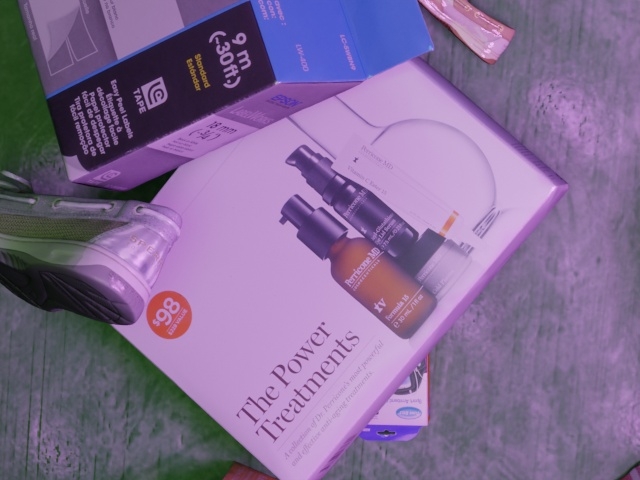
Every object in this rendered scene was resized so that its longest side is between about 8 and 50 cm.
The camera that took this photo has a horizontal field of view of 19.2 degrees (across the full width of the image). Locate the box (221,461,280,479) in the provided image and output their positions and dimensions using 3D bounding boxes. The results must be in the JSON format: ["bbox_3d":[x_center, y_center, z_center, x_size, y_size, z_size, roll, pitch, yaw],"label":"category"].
[{"bbox_3d":[-0.033,0.298,1.809,0.170,0.130,0.091,22,100,3],"label":"box"}]

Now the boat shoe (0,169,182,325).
[{"bbox_3d":[-0.246,-0.003,1.746,0.118,0.320,0.103,47,68,-32],"label":"boat shoe"}]

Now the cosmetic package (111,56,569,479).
[{"bbox_3d":[0.000,0.000,1.760,0.284,0.097,0.377,41,102,11],"label":"cosmetic package"}]

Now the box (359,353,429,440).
[{"bbox_3d":[0.064,0.125,1.822,0.081,0.028,0.136,1,101,8],"label":"box"}]

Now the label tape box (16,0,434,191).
[{"bbox_3d":[-0.098,-0.218,1.690,0.333,0.106,0.241,-24,75,21],"label":"label tape box"}]

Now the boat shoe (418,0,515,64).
[{"bbox_3d":[0.123,-0.222,1.753,0.135,0.050,0.045,41,98,-10],"label":"boat shoe"}]

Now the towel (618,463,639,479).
[{"bbox_3d":[0.320,0.239,1.747,0.197,0.144,0.029,-40,105,11],"label":"towel"}]
